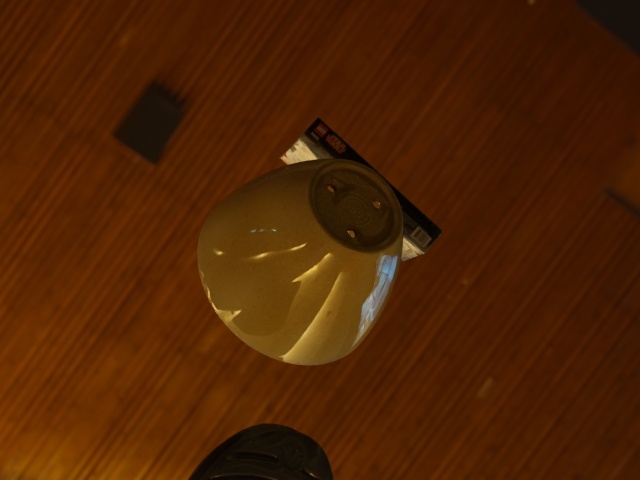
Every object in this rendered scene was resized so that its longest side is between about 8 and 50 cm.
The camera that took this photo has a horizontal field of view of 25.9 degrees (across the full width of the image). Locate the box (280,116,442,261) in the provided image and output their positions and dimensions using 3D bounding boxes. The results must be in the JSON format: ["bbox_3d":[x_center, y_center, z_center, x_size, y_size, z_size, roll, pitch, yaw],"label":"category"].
[{"bbox_3d":[0.032,-0.039,1.145,0.137,0.027,0.094,43,167,-5],"label":"box"}]

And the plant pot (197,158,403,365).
[{"bbox_3d":[0.000,0.000,0.897,0.134,0.134,0.095,35,140,-7],"label":"plant pot"}]

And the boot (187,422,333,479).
[{"bbox_3d":[-0.195,0.307,1.290,0.146,0.367,0.445,27,170,-29],"label":"boot"}]
